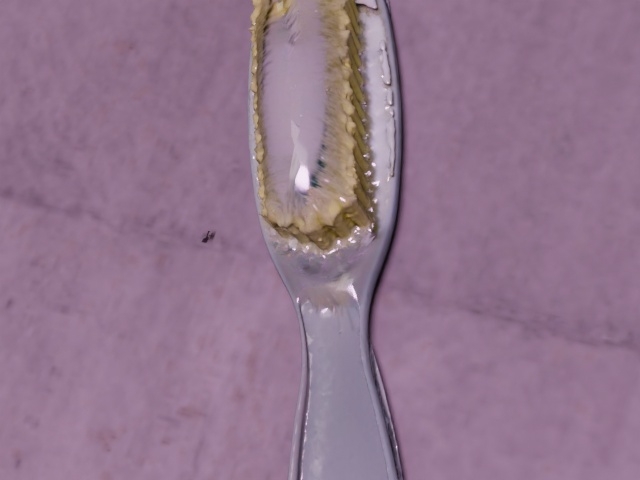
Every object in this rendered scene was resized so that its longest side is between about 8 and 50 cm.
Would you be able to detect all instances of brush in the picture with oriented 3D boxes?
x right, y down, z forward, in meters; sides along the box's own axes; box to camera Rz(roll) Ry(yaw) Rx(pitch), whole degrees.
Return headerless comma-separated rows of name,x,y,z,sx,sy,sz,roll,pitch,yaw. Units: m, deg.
brush,0.000,0.000,0.767,0.068,0.060,0.296,-10,67,14
